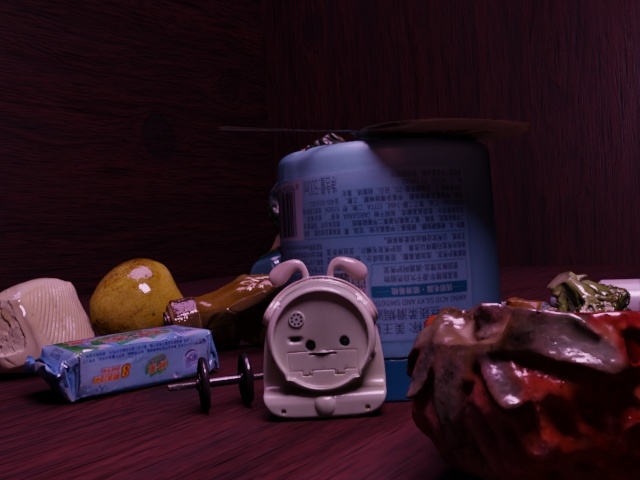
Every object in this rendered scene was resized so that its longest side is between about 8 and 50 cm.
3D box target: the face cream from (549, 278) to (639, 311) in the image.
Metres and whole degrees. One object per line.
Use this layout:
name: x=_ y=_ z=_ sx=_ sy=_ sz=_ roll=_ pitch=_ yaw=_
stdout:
face cream: x=0.629 y=0.122 z=1.257 sx=0.311 sy=0.092 sz=0.092 roll=-2 pitch=1 yaw=26

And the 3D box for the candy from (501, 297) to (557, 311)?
candy: x=0.461 y=0.155 z=1.407 sx=0.182 sy=0.047 sz=0.053 roll=4 pitch=2 yaw=44

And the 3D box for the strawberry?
strawberry: x=0.239 y=0.138 z=0.548 sx=0.336 sy=0.149 sz=0.265 roll=8 pitch=-13 yaw=-33

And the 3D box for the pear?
pear: x=-0.386 y=0.141 z=1.306 sx=0.197 sy=0.197 sz=0.197 roll=-4 pitch=1 yaw=0

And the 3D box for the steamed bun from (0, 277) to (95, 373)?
steamed bun: x=-0.551 y=0.168 z=1.182 sx=0.152 sy=0.170 sz=0.238 roll=-23 pitch=0 yaw=3

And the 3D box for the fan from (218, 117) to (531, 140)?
fan: x=0.074 y=-0.141 z=0.827 sx=0.414 sy=0.012 sz=0.233 roll=-1 pitch=0 yaw=-7

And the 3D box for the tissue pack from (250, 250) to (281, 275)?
tissue pack: x=0.005 y=0.106 z=1.380 sx=0.287 sy=0.198 sz=0.206 roll=-6 pitch=1 yaw=27

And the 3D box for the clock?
clock: x=0.001 y=0.117 z=0.762 sx=0.151 sy=0.191 sz=0.062 roll=-4 pitch=0 yaw=2

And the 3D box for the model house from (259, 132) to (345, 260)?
model house: x=0.000 y=0.000 z=1.843 sx=0.395 sy=0.400 sz=0.445 roll=34 pitch=-35 yaw=-21

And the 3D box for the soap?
soap: x=-0.311 y=0.191 z=1.005 sx=0.293 sy=0.077 sz=0.156 roll=-5 pitch=1 yaw=-39

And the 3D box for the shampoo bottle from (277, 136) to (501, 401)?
shampoo bottle: x=0.102 y=0.034 z=0.951 sx=0.331 sy=0.343 sz=0.331 roll=-4 pitch=1 yaw=0

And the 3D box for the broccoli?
broccoli: x=0.444 y=0.119 z=1.040 sx=0.145 sy=0.138 sz=0.162 roll=-40 pitch=-1 yaw=18

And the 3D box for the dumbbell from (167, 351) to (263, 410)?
dumbbell: x=-0.126 y=0.186 z=0.822 sx=0.147 sy=0.070 sz=0.069 roll=-4 pitch=1 yaw=-18

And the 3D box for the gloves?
gloves: x=-0.144 y=0.144 z=1.236 sx=0.331 sy=0.154 sz=0.141 roll=-11 pitch=4 yaw=-11
